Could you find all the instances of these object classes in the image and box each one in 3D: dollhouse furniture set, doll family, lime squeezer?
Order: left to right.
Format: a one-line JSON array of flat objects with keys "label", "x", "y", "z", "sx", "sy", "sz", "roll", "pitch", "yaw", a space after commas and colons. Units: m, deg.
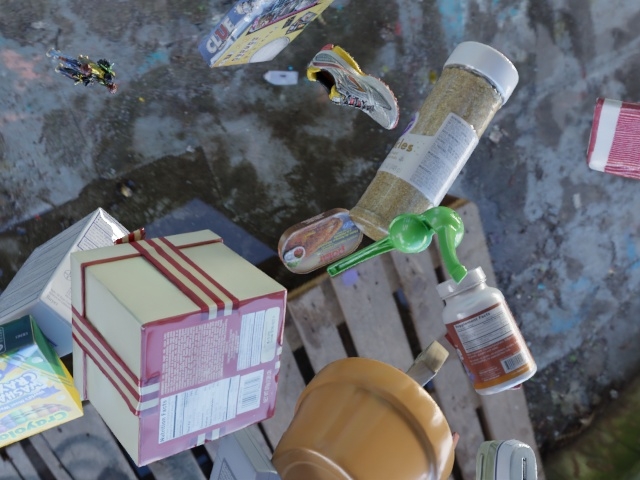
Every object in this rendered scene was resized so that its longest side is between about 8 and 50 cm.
[{"label": "doll family", "x": -0.527, "y": -0.382, "z": 1.609, "sx": 0.193, "sy": 0.111, "sz": 0.076, "roll": -16, "pitch": 135, "yaw": -61}, {"label": "lime squeezer", "x": 0.114, "y": 0.010, "z": 0.875, "sx": 0.059, "sy": 0.310, "sz": 0.110, "roll": 34, "pitch": 76, "yaw": -20}, {"label": "dollhouse furniture set", "x": 0.253, "y": 0.317, "z": 1.444, "sx": 0.201, "sy": 0.152, "sz": 0.374, "roll": 47, "pitch": 117, "yaw": 6}]

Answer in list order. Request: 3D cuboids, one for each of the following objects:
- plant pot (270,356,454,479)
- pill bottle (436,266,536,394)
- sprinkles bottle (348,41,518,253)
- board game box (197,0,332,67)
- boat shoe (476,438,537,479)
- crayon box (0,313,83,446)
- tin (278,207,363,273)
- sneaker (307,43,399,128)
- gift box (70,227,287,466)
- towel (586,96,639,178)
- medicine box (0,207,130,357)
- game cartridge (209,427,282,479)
[{"label": "plant pot", "x": 0.049, "y": 0.368, "z": 1.182, "sx": 0.203, "sy": 0.291, "sz": 0.290, "roll": -34, "pitch": 123, "yaw": -51}, {"label": "pill bottle", "x": 0.300, "y": 0.164, "z": 1.314, "sx": 0.121, "sy": 0.121, "sz": 0.216, "roll": -22, "pitch": 83, "yaw": -21}, {"label": "sprinkles bottle", "x": 0.188, "y": -0.154, "z": 1.178, "sx": 0.121, "sy": 0.121, "sz": 0.355, "roll": 37, "pitch": 82, "yaw": -31}, {"label": "board game box", "x": -0.060, "y": -0.362, "z": 1.104, "sx": 0.165, "sy": 0.243, "sz": 0.042, "roll": -27, "pitch": 84, "yaw": -53}, {"label": "boat shoe", "x": 0.328, "y": 0.509, "z": 1.270, "sx": 0.109, "sy": 0.094, "sz": 0.302, "roll": 16, "pitch": 75, "yaw": -29}, {"label": "crayon box", "x": -0.617, "y": 0.306, "z": 1.434, "sx": 0.203, "sy": 0.083, "sz": 0.322, "roll": -20, "pitch": 139, "yaw": -11}, {"label": "tin", "x": 0.000, "y": 0.000, "z": 1.510, "sx": 0.190, "sy": 0.040, "sz": 0.106, "roll": -23, "pitch": 115, "yaw": -14}, {"label": "sneaker", "x": 0.066, "y": -0.303, "z": 1.475, "sx": 0.225, "sy": 0.088, "sz": 0.092, "roll": 40, "pitch": 65, "yaw": 8}, {"label": "gift box", "x": -0.203, "y": 0.139, "z": 1.040, "sx": 0.276, "sy": 0.258, "sz": 0.255, "roll": -6, "pitch": 116, "yaw": -40}, {"label": "towel", "x": 0.594, "y": -0.134, "z": 1.118, "sx": 0.237, "sy": 0.329, "sz": 0.037, "roll": 47, "pitch": 60, "yaw": -67}, {"label": "medicine box", "x": -0.566, "y": 0.109, "z": 1.562, "sx": 0.149, "sy": 0.264, "sz": 0.289, "roll": 47, "pitch": 38, "yaw": -26}, {"label": "game cartridge", "x": -0.139, "y": 0.467, "z": 1.135, "sx": 0.062, "sy": 0.198, "sz": 0.297, "roll": 11, "pitch": 99, "yaw": -30}]
